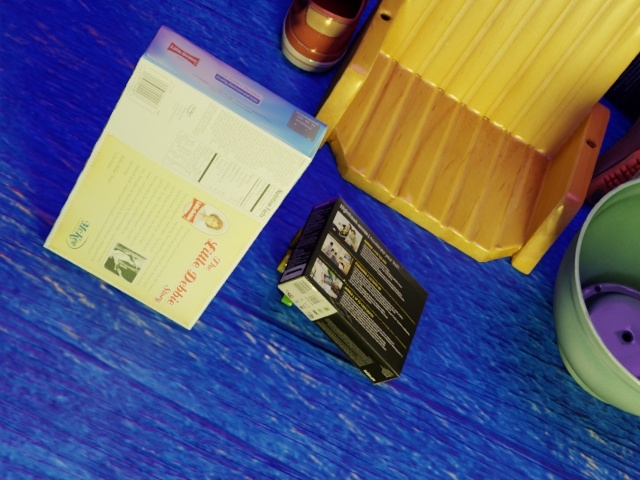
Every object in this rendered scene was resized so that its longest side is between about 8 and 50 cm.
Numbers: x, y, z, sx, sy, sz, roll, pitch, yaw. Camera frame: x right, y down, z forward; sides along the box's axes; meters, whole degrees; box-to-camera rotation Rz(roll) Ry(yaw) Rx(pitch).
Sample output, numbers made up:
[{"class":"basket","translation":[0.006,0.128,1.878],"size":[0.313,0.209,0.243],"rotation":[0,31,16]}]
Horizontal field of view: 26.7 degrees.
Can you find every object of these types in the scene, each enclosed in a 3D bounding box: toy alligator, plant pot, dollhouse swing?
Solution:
[{"class":"toy alligator","translation":[0.000,0.000,1.599],"size":[0.056,0.051,0.190],"rotation":[33,49,-5]},{"class":"plant pot","translation":[0.405,0.095,1.645],"size":[0.293,0.196,0.293],"rotation":[6,64,-13]},{"class":"dollhouse swing","translation":[0.228,-0.210,1.704],"size":[0.346,0.305,0.315],"rotation":[32,49,-7]}]

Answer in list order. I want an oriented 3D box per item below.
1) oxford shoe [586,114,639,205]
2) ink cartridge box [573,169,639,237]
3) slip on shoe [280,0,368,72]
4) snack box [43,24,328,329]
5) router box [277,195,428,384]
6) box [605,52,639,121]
[{"class":"oxford shoe","translation":[0.500,-0.182,1.842],"size":[0.130,0.363,0.133],"rotation":[36,21,-56]},{"class":"ink cartridge box","translation":[0.474,0.005,1.744],"size":[0.224,0.223,0.045],"rotation":[40,49,3]},{"class":"slip on shoe","translation":[0.027,-0.369,1.837],"size":[0.123,0.101,0.331],"rotation":[24,49,-10]},{"class":"snack box","translation":[-0.146,-0.051,1.374],"size":[0.187,0.322,0.060],"rotation":[31,46,-7]},{"class":"router box","translation":[0.041,0.057,1.545],"size":[0.179,0.046,0.133],"rotation":[47,44,-24]},{"class":"box","translation":[0.591,-0.307,2.052],"size":[0.312,0.179,0.343],"rotation":[42,49,3]}]
